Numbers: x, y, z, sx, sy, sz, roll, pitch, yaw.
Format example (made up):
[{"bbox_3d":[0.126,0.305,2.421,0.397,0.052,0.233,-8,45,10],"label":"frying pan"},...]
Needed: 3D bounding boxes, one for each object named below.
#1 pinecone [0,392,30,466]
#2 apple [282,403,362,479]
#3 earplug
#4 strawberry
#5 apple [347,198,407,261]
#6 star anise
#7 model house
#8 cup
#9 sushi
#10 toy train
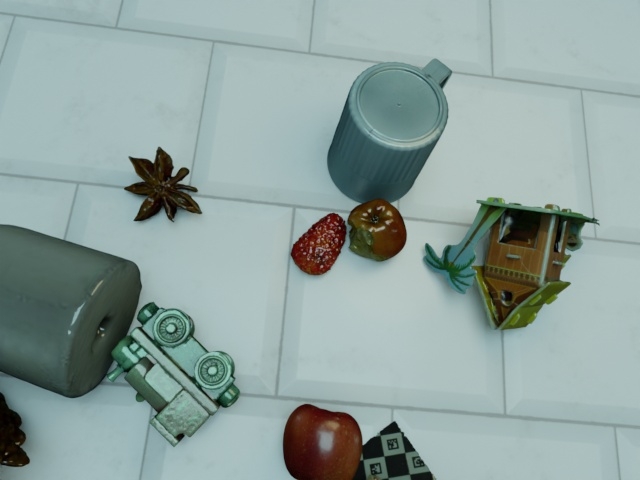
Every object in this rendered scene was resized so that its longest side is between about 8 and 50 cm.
[{"bbox_3d":[-0.784,0.402,1.040,0.397,0.398,0.398,2,71,-6],"label":"pinecone"},{"bbox_3d":[0.002,0.454,1.208,0.181,0.181,0.168,20,73,1],"label":"apple"},{"bbox_3d":[-0.639,0.133,1.182,0.394,0.312,0.313,18,70,3],"label":"earplug"},{"bbox_3d":[0.000,0.000,1.415,0.121,0.082,0.188,27,73,6],"label":"strawberry"},{"bbox_3d":[0.147,-0.031,1.400,0.147,0.158,0.156,-20,70,-15],"label":"apple"},{"bbox_3d":[-0.409,-0.136,1.400,0.196,0.111,0.212,-29,107,4],"label":"star anise"},{"bbox_3d":[0.483,0.059,1.431,0.300,0.340,0.324,6,95,-45],"label":"model house"},{"bbox_3d":[0.197,-0.277,1.408,0.331,0.311,0.257,-17,74,-12],"label":"cup"},{"bbox_3d":[0.143,0.573,1.189,0.264,0.050,0.290,-30,52,-14],"label":"sushi"},{"bbox_3d":[-0.335,0.294,1.241,0.304,0.150,0.221,45,78,3],"label":"toy train"}]
